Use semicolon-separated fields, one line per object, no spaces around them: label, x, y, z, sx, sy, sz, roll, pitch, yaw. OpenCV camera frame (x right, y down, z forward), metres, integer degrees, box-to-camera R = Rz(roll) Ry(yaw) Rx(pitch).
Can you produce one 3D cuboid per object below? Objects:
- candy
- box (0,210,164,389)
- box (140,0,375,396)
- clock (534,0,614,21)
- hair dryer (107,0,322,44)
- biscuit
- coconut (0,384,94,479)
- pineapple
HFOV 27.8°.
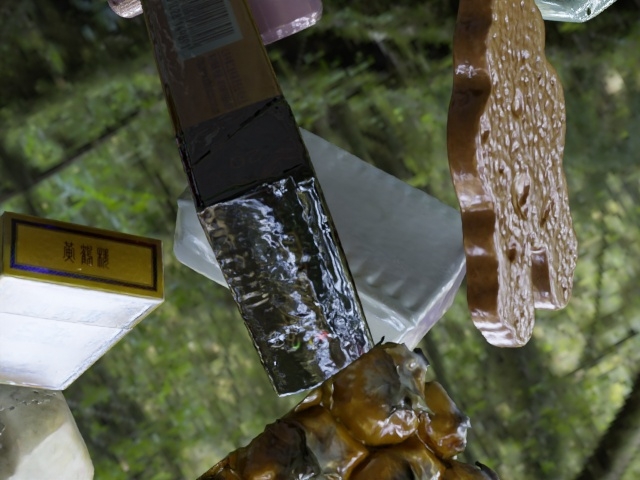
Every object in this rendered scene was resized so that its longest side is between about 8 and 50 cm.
candy;0.001;0.000;1.628;0.208;0.358;0.145;-54;167;-41
box;-0.333;0.080;1.514;0.192;0.084;0.301;10;149;-31
box;-0.070;-0.074;1.318;0.115;0.264;0.415;-20;-140;-1
clock;0.344;-0.470;1.695;0.108;0.324;0.265;17;-136;41
hair dryer;-0.160;-0.335;1.678;0.352;0.210;0.125;-11;-165;47
biscuit;0.168;-0.074;1.159;0.047;0.334;0.202;3;-157;32
coconut;-0.512;0.336;1.883;0.352;0.353;0.352;-30;-179;1
pineapple;-0.051;0.253;0.742;0.286;0.209;0.344;-30;165;-38
